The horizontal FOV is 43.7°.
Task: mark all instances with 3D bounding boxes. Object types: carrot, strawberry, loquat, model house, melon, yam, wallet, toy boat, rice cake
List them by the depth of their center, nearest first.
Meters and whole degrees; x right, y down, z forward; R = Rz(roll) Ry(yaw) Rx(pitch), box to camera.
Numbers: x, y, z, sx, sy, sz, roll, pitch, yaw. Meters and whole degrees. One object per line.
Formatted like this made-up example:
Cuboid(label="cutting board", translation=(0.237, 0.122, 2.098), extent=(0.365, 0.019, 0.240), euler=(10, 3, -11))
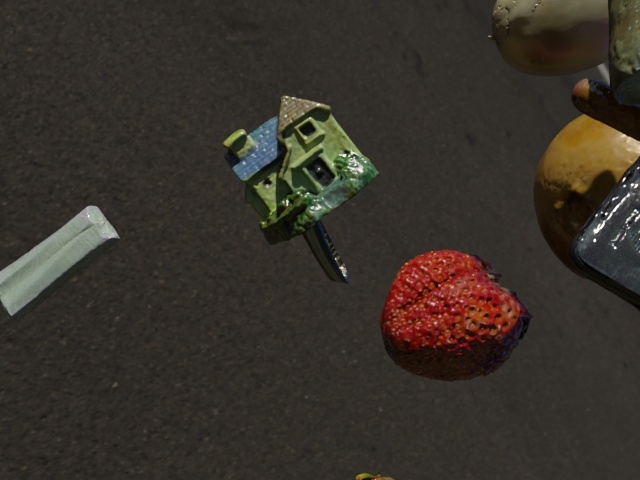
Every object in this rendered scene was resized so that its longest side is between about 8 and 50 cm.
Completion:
Cuboid(label="wallet", translation=(0.418, 0.043, 0.788), extent=(0.172, 0.318, 0.045), euler=(-46, 157, -23))
Cuboid(label="yam", translation=(0.393, -0.312, 0.923), extent=(0.133, 0.133, 0.330), euler=(30, 56, -45))
Cuboid(label="carrot", translation=(0.388, -0.139, 0.955), extent=(0.191, 0.047, 0.047), euler=(36, 20, 25))
Cuboid(label="rice cake", translation=(-0.421, 0.032, 1.258), extent=(0.080, 0.222, 0.042), euler=(56, 7, 19))
Cuboid(label="model house", translation=(-0.049, -0.121, 1.275), extent=(0.189, 0.214, 0.195), euler=(54, 4, -7))
Cuboid(label="loquat", translation=(0.507, -0.071, 1.281), extent=(0.328, 0.328, 0.328), euler=(36, 42, -41))
Cuboid(label="toy boat", translation=(0.000, 0.000, 1.533), extent=(0.080, 0.046, 0.229), euler=(-100, 165, -46))
Cuboid(label="melon", translation=(0.482, -0.436, 1.541), extent=(0.223, 0.317, 0.223), euler=(165, -90, -89))
Cuboid(label="strawberry", translation=(0.243, 0.160, 1.546), extent=(0.288, 0.250, 0.238), euler=(-24, 135, -33))

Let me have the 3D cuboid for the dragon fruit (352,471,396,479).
Cuboid(label="dragon fruit", translation=(0.089, 0.485, 1.417), extent=(0.142, 0.175, 0.138), euler=(130, -42, -78))
